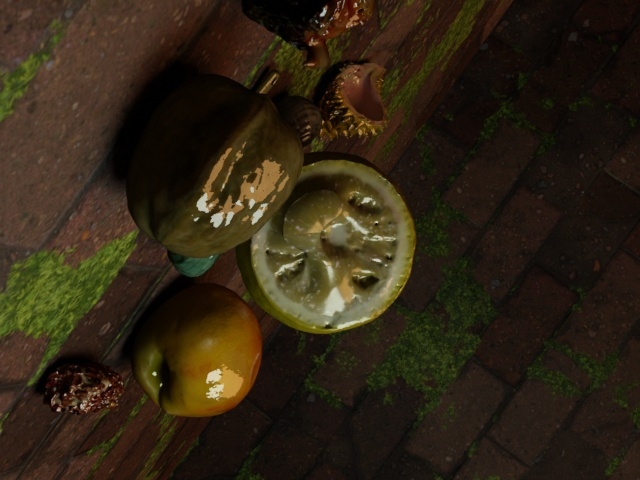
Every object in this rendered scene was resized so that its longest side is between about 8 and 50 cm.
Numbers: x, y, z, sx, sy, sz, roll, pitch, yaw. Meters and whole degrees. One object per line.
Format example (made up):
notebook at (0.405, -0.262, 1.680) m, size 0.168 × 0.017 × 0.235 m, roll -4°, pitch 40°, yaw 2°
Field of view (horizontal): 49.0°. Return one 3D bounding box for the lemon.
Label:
lemon at (0.000, 0.000, 1.359) m, size 0.364 × 0.364 × 0.364 m, roll -52°, pitch 170°, yaw -13°

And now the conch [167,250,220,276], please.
conch at (-0.227, -0.019, 1.311) m, size 0.188 × 0.122 × 0.175 m, roll 64°, pitch 45°, yaw -82°

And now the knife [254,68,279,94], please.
knife at (-0.173, -0.192, 1.269) m, size 0.298 × 0.017 × 0.047 m, roll -51°, pitch 169°, yaw 4°

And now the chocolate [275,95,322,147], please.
chocolate at (-0.086, -0.206, 1.383) m, size 0.248 × 0.110 × 0.110 m, roll -46°, pitch 167°, yaw -38°

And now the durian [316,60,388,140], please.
durian at (0.059, -0.319, 1.719) m, size 0.196 × 0.185 × 0.305 m, roll -33°, pitch -170°, yaw 29°

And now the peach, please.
peach at (-0.260, 0.239, 1.584) m, size 0.308 × 0.289 × 0.289 m, roll -30°, pitch 155°, yaw -52°

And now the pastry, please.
pastry at (-0.447, 0.282, 1.347) m, size 0.208 × 0.115 × 0.097 m, roll 56°, pitch 58°, yaw -78°

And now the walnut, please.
walnut at (-0.160, -0.101, 1.026) m, size 0.283 × 0.227 × 0.283 m, roll -53°, pitch -178°, yaw 3°

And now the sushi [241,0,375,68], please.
sushi at (-0.003, -0.388, 0.933) m, size 0.196 × 0.182 × 0.343 m, roll -41°, pitch 162°, yaw -29°
